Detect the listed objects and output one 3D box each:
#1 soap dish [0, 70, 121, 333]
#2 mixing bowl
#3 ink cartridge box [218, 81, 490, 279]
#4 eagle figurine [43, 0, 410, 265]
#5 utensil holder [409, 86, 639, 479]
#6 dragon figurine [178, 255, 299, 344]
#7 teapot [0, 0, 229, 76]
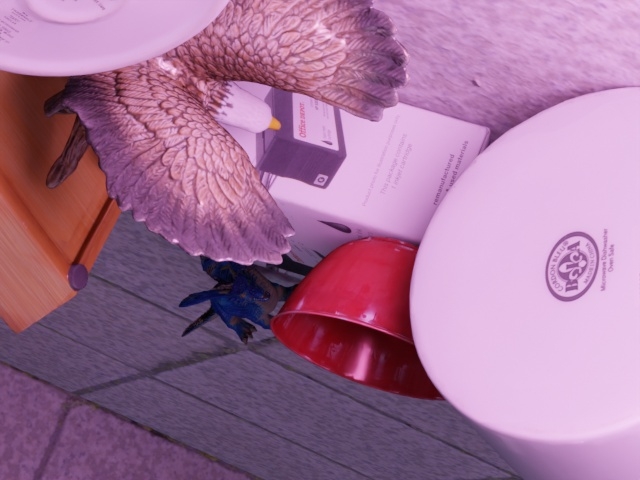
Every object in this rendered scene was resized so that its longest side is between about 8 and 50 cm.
[{"bbox_3d":[-0.279,-0.096,1.552,0.118,0.229,0.291,-3,136,31],"label":"soap dish"},{"bbox_3d":[0.056,0.059,1.508,0.181,0.098,0.181,17,160,6],"label":"mixing bowl"},{"bbox_3d":[-0.006,-0.052,1.624,0.307,0.129,0.223,17,163,11],"label":"ink cartridge box"},{"bbox_3d":[-0.098,-0.127,1.390,0.225,0.226,0.298,-11,-160,-29],"label":"eagle figurine"},{"bbox_3d":[0.291,0.102,1.423,0.328,0.327,0.385,7,156,39],"label":"utensil holder"},{"bbox_3d":[-0.120,0.062,2.177,0.144,0.085,0.289,32,159,-30],"label":"dragon figurine"},{"bbox_3d":[-0.171,-0.242,1.181,0.253,0.187,0.256,-1,152,-20],"label":"teapot"}]
